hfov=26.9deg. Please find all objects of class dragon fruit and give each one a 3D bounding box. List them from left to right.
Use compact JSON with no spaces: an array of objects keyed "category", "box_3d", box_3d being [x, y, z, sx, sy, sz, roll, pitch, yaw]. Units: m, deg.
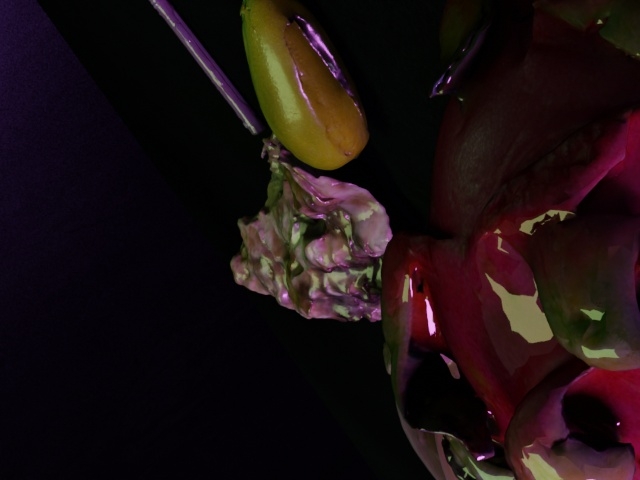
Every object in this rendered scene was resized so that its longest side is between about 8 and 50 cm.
[{"category":"dragon fruit","box_3d":[0.123,-0.021,0.441,0.198,0.272,0.218,6,159,3]}]

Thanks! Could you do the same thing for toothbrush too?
[{"category":"toothbrush","box_3d":[-0.180,-0.258,1.503,0.354,0.029,0.024,52,172,-4]}]

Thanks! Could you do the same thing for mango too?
[{"category":"mango","box_3d":[-0.019,-0.126,1.059,0.165,0.074,0.091,57,172,-27]}]

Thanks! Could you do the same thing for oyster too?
[{"category":"oyster","box_3d":[-0.001,0.001,1.331,0.238,0.115,0.351,53,156,-12]}]

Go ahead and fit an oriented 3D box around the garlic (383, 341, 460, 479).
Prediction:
[{"category":"garlic","box_3d":[0.163,0.181,1.219,0.325,0.132,0.279,59,175,-15]}]
